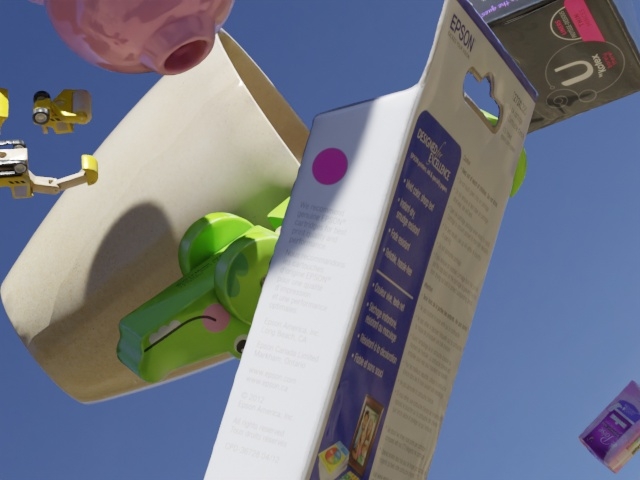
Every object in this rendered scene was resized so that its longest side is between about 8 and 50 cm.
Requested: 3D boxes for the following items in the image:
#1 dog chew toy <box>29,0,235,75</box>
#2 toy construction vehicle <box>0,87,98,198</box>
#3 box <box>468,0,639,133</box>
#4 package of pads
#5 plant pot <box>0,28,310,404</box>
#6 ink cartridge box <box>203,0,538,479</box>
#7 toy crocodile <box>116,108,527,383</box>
[{"bbox_3d":[-0.164,-0.252,1.206,0.207,0.332,0.206,-28,-19,-11],"label":"dog chew toy"},{"bbox_3d":[-0.192,-0.063,1.145,0.098,0.086,0.035,-5,-48,-9],"label":"toy construction vehicle"},{"bbox_3d":[0.211,-0.266,1.747,0.143,0.270,0.165,-20,-41,18],"label":"box"},{"bbox_3d":[0.299,0.183,1.780,0.083,0.050,0.032,-45,-43,-3],"label":"package of pads"},{"bbox_3d":[-0.117,0.007,1.491,0.274,0.256,0.256,-36,-22,7],"label":"plant pot"},{"bbox_3d":[0.024,0.057,0.990,0.176,0.069,0.371,37,-110,-63],"label":"ink cartridge box"},{"bbox_3d":[0.000,0.000,1.320,0.340,0.115,0.105,-37,-69,-17],"label":"toy crocodile"}]
